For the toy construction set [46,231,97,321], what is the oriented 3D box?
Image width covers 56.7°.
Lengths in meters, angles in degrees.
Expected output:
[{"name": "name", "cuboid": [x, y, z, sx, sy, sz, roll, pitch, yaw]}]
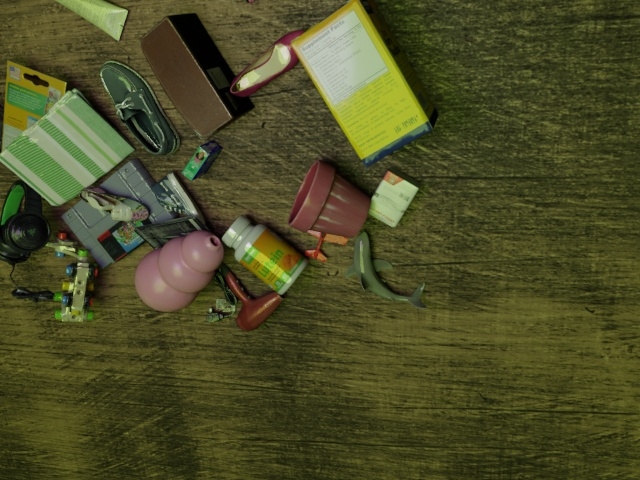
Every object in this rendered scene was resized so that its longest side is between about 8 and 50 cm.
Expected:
[{"name": "toy construction set", "cuboid": [-0.825, 0.134, 1.988, 0.151, 0.215, 0.327, -8, 108, -23]}]

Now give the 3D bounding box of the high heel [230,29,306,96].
[{"name": "high heel", "cuboid": [-0.138, -0.468, 1.568, 0.244, 0.117, 0.082, -28, 102, 24]}]

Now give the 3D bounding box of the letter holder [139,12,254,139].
[{"name": "letter holder", "cuboid": [-0.370, -0.429, 1.633, 0.214, 0.152, 0.302, -27, 102, 26]}]

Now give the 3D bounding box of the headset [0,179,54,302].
[{"name": "headset", "cuboid": [-0.945, 0.000, 1.914, 0.243, 0.185, 0.394, -26, 63, 39]}]

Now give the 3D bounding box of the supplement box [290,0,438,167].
[{"name": "supplement box", "cuboid": [0.119, -0.399, 1.481, 0.194, 0.195, 0.356, -27, 103, 23]}]

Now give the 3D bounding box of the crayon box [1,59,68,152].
[{"name": "crayon box", "cuboid": [-0.863, -0.370, 1.832, 0.203, 0.083, 0.323, 22, 117, 6]}]

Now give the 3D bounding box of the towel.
[{"name": "towel", "cuboid": [-0.771, -0.270, 1.798, 0.325, 0.038, 0.248, -36, 119, 9]}]

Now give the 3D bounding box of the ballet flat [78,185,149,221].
[{"name": "ballet flat", "cuboid": [-0.640, -0.105, 1.818, 0.221, 0.079, 0.077, 22, 115, 6]}]

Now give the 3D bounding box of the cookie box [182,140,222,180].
[{"name": "cookie box", "cuboid": [-0.346, -0.234, 1.737, 0.040, 0.092, 0.107, 40, 116, 0]}]

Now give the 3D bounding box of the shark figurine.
[{"name": "shark figurine", "cuboid": [0.168, 0.129, 1.732, 0.278, 0.116, 0.166, 43, 117, -2]}]

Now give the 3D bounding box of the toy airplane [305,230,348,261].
[{"name": "toy airplane", "cuboid": [0.000, 0.000, 1.771, 0.151, 0.028, 0.151, 5, 113, 12]}]

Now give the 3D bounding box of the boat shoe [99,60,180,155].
[{"name": "boat shoe", "cuboid": [-0.537, -0.383, 1.725, 0.116, 0.099, 0.319, -32, 100, 25]}]

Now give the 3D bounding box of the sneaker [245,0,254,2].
[{"name": "sneaker", "cuboid": [-0.233, -0.682, 1.539, 0.075, 0.063, 0.170, -32, 95, 24]}]

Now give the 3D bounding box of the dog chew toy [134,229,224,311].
[{"name": "dog chew toy", "cuboid": [-0.417, 0.081, 1.802, 0.332, 0.206, 0.206, -36, 99, 34]}]

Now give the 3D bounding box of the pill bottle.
[{"name": "pill bottle", "cuboid": [-0.170, 0.038, 1.773, 0.246, 0.136, 0.136, 39, 116, -2]}]

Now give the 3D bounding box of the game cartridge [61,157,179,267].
[{"name": "game cartridge", "cuboid": [-0.647, -0.077, 1.907, 0.355, 0.068, 0.230, -31, 96, 24]}]

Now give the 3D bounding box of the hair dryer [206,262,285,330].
[{"name": "hair dryer", "cuboid": [-0.253, 0.185, 1.890, 0.293, 0.080, 0.223, 3, 112, 14]}]

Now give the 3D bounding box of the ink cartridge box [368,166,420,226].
[{"name": "ink cartridge box", "cuboid": [0.201, -0.121, 1.649, 0.099, 0.056, 0.135, 31, 116, 2]}]

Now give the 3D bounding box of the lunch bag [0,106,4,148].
[{"name": "lunch bag", "cuboid": [-1.138, -0.311, 1.817, 0.212, 0.305, 0.256, 37, 113, 2]}]

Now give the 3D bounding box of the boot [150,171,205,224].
[{"name": "boot", "cuboid": [-0.435, -0.109, 1.816, 0.086, 0.069, 0.190, -33, 92, 0]}]

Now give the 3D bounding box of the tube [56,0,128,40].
[{"name": "tube", "cuboid": [-0.663, -0.663, 1.674, 0.240, 0.062, 0.070, 28, 160, -2]}]

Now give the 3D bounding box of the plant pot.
[{"name": "plant pot", "cuboid": [0.031, -0.098, 1.643, 0.180, 0.201, 0.201, 23, 117, -12]}]

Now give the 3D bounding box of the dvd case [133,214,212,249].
[{"name": "dvd case", "cuboid": [-0.442, -0.011, 1.848, 0.221, 0.018, 0.164, -9, 144, 19]}]
